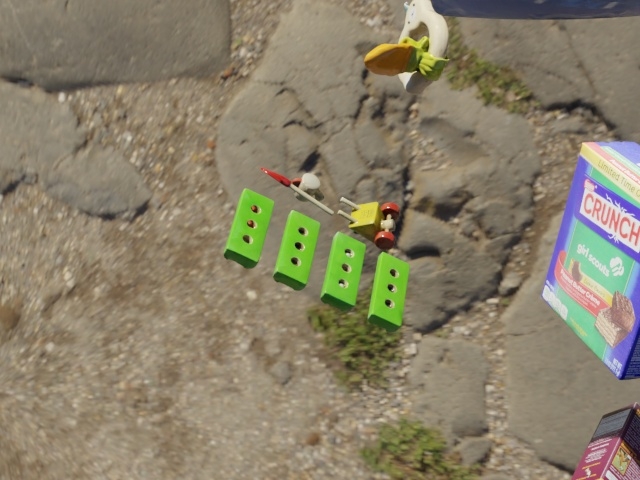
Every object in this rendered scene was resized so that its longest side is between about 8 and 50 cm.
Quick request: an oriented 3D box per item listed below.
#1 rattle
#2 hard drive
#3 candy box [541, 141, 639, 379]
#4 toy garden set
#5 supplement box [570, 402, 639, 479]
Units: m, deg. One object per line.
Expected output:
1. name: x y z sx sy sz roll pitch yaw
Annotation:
1. rattle: 0.118 -0.335 1.721 0.143 0.130 0.199 -1 67 -12
2. hard drive: 0.226 -0.256 1.063 0.255 0.172 0.054 0 113 3
3. candy box: 0.519 0.030 1.844 0.122 0.268 0.317 -2 120 -22
4. toy garden set: 0.000 0.000 1.436 0.244 0.049 0.204 25 46 -13
5. supplement box: 0.483 0.367 1.757 0.104 0.081 0.188 47 49 -7
